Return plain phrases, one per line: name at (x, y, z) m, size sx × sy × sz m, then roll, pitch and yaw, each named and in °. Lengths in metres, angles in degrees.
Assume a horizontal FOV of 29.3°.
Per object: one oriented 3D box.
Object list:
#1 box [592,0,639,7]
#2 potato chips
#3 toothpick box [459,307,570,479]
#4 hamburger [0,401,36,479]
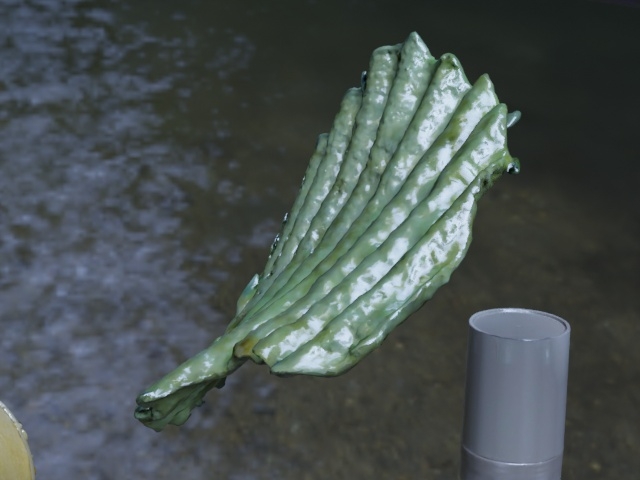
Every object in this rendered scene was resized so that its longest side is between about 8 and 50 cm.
box at (0.207, -0.356, 1.226) m, size 0.261 × 0.116 × 0.279 m, roll 16°, pitch -12°, yaw 26°
potato chips at (0.003, -0.005, 1.010) m, size 0.097 × 0.373 × 0.389 m, roll 41°, pitch 52°, yaw -16°
toothpick box at (0.205, 0.173, 1.293) m, size 0.111 × 0.181 × 0.111 m, roll 1°, pitch 15°, yaw 0°
hamburger at (-0.471, 0.290, 1.420) m, size 0.300 × 0.300 × 0.176 m, roll 15°, pitch -11°, yaw 18°
